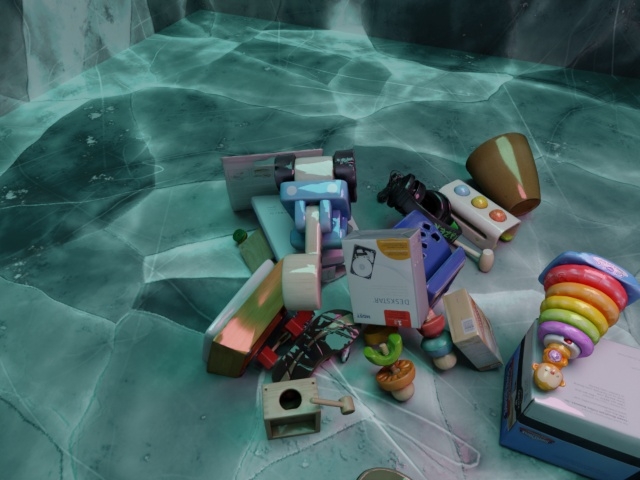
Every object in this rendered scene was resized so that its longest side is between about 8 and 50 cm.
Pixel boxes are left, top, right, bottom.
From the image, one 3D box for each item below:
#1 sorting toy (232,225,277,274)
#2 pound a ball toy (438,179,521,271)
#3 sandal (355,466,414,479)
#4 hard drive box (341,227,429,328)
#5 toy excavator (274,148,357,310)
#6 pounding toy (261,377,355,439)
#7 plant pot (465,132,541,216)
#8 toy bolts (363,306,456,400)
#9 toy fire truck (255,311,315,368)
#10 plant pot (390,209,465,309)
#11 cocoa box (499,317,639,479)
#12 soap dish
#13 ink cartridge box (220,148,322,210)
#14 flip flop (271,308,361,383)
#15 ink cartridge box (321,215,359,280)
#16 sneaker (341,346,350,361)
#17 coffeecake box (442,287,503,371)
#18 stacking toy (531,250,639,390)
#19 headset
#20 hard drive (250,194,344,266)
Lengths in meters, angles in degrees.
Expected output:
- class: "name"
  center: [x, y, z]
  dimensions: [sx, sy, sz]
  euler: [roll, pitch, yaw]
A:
- class: "sorting toy"
  center: [-0.179, 0.036, 1.351]
  dimensions: [0.132, 0.046, 0.274]
  euler: [-41, 53, 6]
- class: "pound a ball toy"
  center: [0.525, -0.068, 1.437]
  dimensions: [0.208, 0.135, 0.319]
  euler: [-25, 51, -23]
- class: "sandal"
  center: [0.213, 0.560, 0.853]
  dimensions: [0.303, 0.086, 0.120]
  euler: [21, 49, 19]
- class: "hard drive box"
  center: [0.166, 0.092, 1.057]
  dimensions: [0.181, 0.232, 0.089]
  euler: [-2, 17, 30]
- class: "toy excavator"
  center: [-0.010, -0.030, 1.128]
  dimensions: [0.223, 0.433, 0.444]
  euler: [-3, 78, 7]
- class: "pounding toy"
  center: [-0.029, 0.368, 0.969]
  dimensions: [0.206, 0.181, 0.094]
  euler: [-6, 46, -7]
- class: "plant pot"
  center: [0.702, -0.224, 1.556]
  dimensions: [0.237, 0.237, 0.254]
  euler: [-9, 62, -9]
- class: "toy bolts"
  center: [0.238, 0.292, 1.106]
  dimensions: [0.229, 0.158, 0.218]
  euler: [-26, 9, -1]
- class: "toy fire truck"
  center: [-0.090, 0.255, 1.139]
  dimensions: [0.047, 0.135, 0.192]
  euler: [43, 16, 3]
- class: "plant pot"
  center: [0.266, 0.093, 1.218]
  dimensions: [0.212, 0.235, 0.236]
  euler: [36, 55, 21]
- class: "cocoa box"
  center: [0.617, 0.376, 0.940]
  dimensions: [0.347, 0.227, 0.231]
  euler: [16, 46, 15]
- class: "soap dish"
  center: [-0.180, 0.210, 1.104]
  dimensions: [0.118, 0.229, 0.291]
  euler: [34, 52, 6]
- class: "ink cartridge box"
  center: [-0.165, -0.224, 1.411]
  dimensions: [0.309, 0.385, 0.091]
  euler: [-7, 71, -8]
- class: "flip flop"
  center: [-0.011, 0.289, 1.108]
  dimensions: [0.277, 0.080, 0.112]
  euler: [-44, 74, -10]
- class: "ink cartridge box"
  center: [0.000, 0.000, 1.409]
  dimensions: [0.261, 0.066, 0.296]
  euler: [-11, 48, -12]
- class: "sneaker"
  center: [0.050, 0.288, 1.153]
  dimensions: [0.069, 0.038, 0.098]
  euler: [8, 39, 10]
- class: "coffeecake box"
  center: [0.401, 0.237, 1.102]
  dimensions: [0.068, 0.185, 0.142]
  euler: [-26, 40, 24]
- class: "stacking toy"
  center: [0.524, 0.184, 0.886]
  dimensions: [0.175, 0.165, 0.302]
  euler: [33, 65, 17]
- class: "headset"
  center: [0.315, -0.113, 1.431]
  dimensions: [0.244, 0.185, 0.394]
  euler: [24, 26, -31]
- class: "hard drive"
  center: [-0.077, -0.037, 1.341]
  dimensions: [0.210, 0.040, 0.318]
  euler: [-6, 44, -26]
